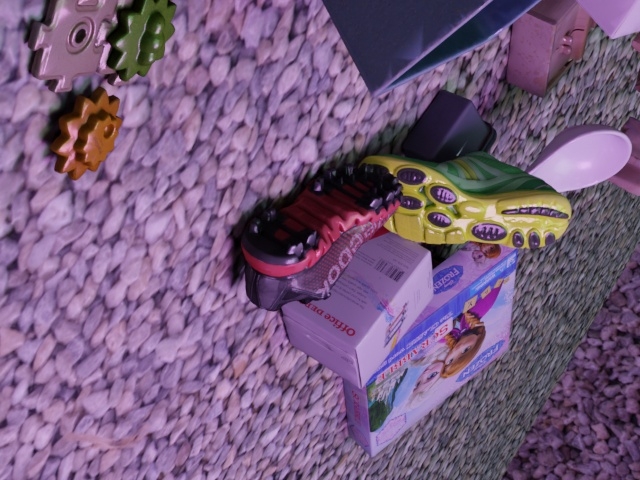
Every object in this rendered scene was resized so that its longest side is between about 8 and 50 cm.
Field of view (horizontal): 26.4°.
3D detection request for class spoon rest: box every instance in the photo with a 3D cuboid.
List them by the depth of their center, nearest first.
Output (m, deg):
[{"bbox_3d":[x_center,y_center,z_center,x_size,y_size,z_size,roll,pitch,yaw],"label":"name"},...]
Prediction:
[{"bbox_3d":[0.322,-0.107,2.009,0.137,0.276,0.084,78,4,-58],"label":"spoon rest"}]

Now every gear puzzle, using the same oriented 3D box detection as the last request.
[{"bbox_3d":[-0.162,-0.197,1.139,0.175,0.044,0.339,-19,134,-59],"label":"gear puzzle"}]

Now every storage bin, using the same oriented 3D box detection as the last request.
[{"bbox_3d":[0.177,-0.136,1.891,0.135,0.098,0.091,-55,147,-13],"label":"storage bin"}]

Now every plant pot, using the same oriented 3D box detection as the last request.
[{"bbox_3d":[0.115,-0.326,1.265,0.247,0.252,0.248,-38,176,40],"label":"plant pot"}]

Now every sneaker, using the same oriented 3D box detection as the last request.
[{"bbox_3d":[0.000,0.000,1.659,0.276,0.097,0.135,-34,146,-44],"label":"sneaker"},{"bbox_3d":[0.183,-0.058,1.817,0.123,0.295,0.109,-105,-150,-61],"label":"sneaker"}]

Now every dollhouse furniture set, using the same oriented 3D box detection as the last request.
[{"bbox_3d":[0.514,-0.281,2.020,0.256,0.394,0.362,-48,155,-28],"label":"dollhouse furniture set"}]

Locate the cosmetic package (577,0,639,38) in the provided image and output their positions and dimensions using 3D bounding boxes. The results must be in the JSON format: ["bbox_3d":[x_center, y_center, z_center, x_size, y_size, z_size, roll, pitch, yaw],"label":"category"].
[{"bbox_3d":[0.454,-0.438,1.655,0.197,0.155,0.366,-20,153,-38],"label":"cosmetic package"}]

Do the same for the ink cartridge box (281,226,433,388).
[{"bbox_3d":[0.050,0.080,1.822,0.176,0.128,0.127,-49,156,-22],"label":"ink cartridge box"}]

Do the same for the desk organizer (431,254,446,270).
[{"bbox_3d":[0.209,0.054,2.241,0.130,0.047,0.050,-6,121,-63],"label":"desk organizer"}]

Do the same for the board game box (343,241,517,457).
[{"bbox_3d":[0.176,0.168,2.191,0.318,0.066,0.318,-36,151,-18],"label":"board game box"}]
